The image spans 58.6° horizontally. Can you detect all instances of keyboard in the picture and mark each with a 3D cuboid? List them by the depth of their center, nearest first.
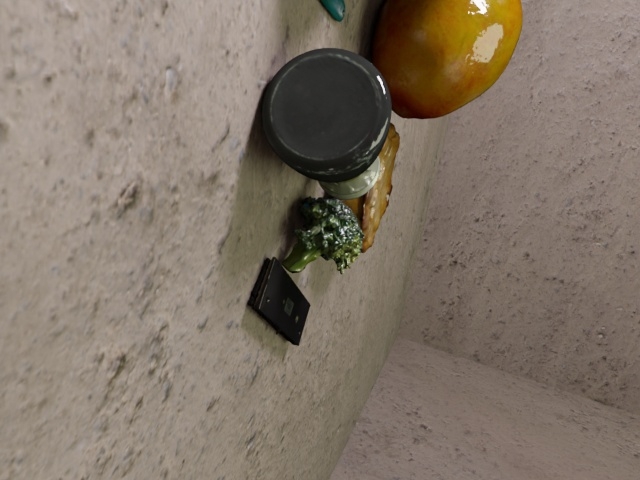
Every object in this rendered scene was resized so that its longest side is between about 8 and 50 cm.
[{"bbox_3d":[-0.071,0.125,1.065,0.317,0.027,0.106,67,38,-67],"label":"keyboard"}]

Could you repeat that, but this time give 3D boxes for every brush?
[{"bbox_3d":[0.021,-0.374,0.862,0.193,0.032,0.043,1,105,-73],"label":"brush"}]

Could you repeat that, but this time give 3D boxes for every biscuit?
[{"bbox_3d":[0.094,-0.118,1.254,0.296,0.102,0.296,13,90,-77],"label":"biscuit"}]

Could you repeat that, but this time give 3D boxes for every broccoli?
[{"bbox_3d":[0.000,0.000,1.026,0.160,0.167,0.154,-46,129,-4],"label":"broccoli"}]

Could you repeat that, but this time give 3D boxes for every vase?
[{"bbox_3d":[0.024,-0.152,0.892,0.321,0.173,0.173,48,60,-80],"label":"vase"}]

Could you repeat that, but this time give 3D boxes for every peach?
[{"bbox_3d":[0.244,-0.405,1.165,0.332,0.308,0.308,-59,166,8],"label":"peach"}]
